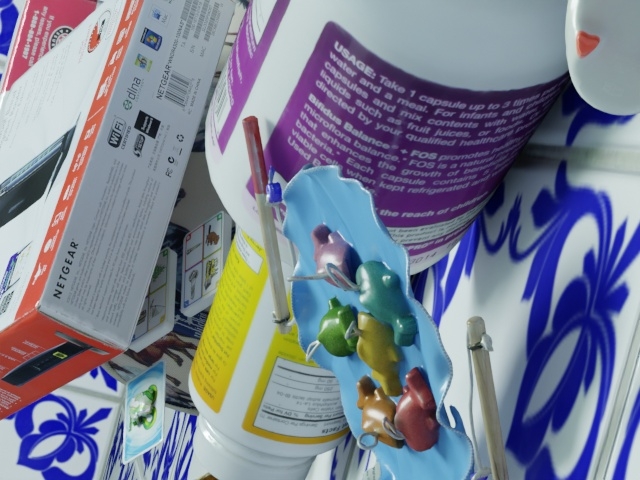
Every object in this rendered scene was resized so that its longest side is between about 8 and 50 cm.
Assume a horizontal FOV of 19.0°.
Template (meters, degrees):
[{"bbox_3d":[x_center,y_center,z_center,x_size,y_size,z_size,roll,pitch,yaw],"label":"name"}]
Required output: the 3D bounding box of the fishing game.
[{"bbox_3d":[0.017,0.054,0.918,0.264,0.041,0.189,46,151,52],"label":"fishing game"}]

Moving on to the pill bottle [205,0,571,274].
[{"bbox_3d":[0.051,-0.117,0.981,0.301,0.169,0.169,119,163,-56],"label":"pill bottle"}]

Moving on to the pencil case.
[{"bbox_3d":[-0.091,-0.058,1.710,0.160,0.183,0.410,-24,45,43],"label":"pencil case"}]

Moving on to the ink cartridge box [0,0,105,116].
[{"bbox_3d":[-0.187,-0.122,2.006,0.131,0.306,0.226,-153,78,-80],"label":"ink cartridge box"}]

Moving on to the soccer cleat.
[{"bbox_3d":[0.152,-0.144,0.766,0.076,0.068,0.196,-50,-21,-75],"label":"soccer cleat"}]

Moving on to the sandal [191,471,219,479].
[{"bbox_3d":[-0.068,0.194,1.487,0.088,0.079,0.240,-86,14,-52],"label":"sandal"}]

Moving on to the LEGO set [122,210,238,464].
[{"bbox_3d":[-0.076,0.091,1.455,0.182,0.060,0.244,-33,43,35],"label":"LEGO set"}]

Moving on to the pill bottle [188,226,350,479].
[{"bbox_3d":[-0.017,0.060,1.267,0.117,0.117,0.215,-92,19,-61],"label":"pill bottle"}]

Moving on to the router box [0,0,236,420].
[{"bbox_3d":[-0.217,-0.030,1.612,0.301,0.082,0.335,-29,39,52],"label":"router box"}]
